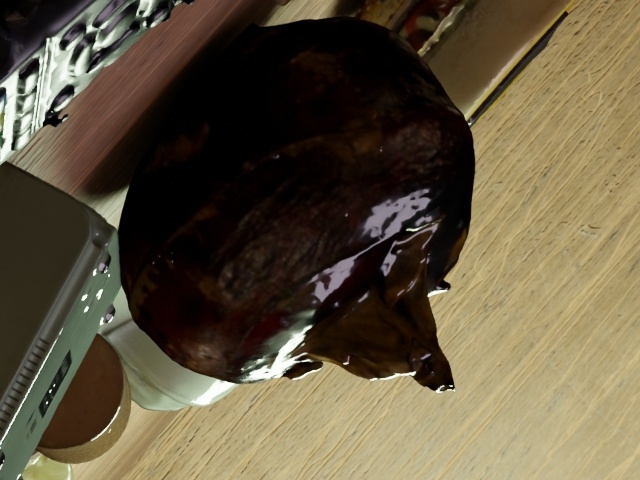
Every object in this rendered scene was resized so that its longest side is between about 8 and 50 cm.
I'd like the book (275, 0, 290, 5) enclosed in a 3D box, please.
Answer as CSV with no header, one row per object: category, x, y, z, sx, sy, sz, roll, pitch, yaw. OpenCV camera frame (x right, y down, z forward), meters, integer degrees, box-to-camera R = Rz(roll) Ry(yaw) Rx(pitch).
book,0.105,-0.352,1.523,0.262,0.028,0.374,-52,174,38

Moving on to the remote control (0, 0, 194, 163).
remote control,-0.107,-0.153,0.994,0.399,0.062,0.144,-45,173,-23

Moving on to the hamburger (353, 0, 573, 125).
hamburger,0.139,-0.228,1.903,0.300,0.176,0.300,-50,176,-5

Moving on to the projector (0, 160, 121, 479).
projector,-0.219,0.073,1.248,0.198,0.108,0.250,-63,178,-14

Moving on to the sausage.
sausage,-0.242,0.151,1.776,0.123,0.123,0.253,-48,175,-9

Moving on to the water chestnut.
water chestnut,0.000,0.000,1.561,0.335,0.347,0.335,-39,168,-10

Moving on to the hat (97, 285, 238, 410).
hat,-0.108,0.045,1.897,0.258,0.168,0.301,-51,172,-20

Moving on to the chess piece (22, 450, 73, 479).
chess piece,-0.324,0.264,2.007,0.137,0.137,0.301,-47,171,-22
